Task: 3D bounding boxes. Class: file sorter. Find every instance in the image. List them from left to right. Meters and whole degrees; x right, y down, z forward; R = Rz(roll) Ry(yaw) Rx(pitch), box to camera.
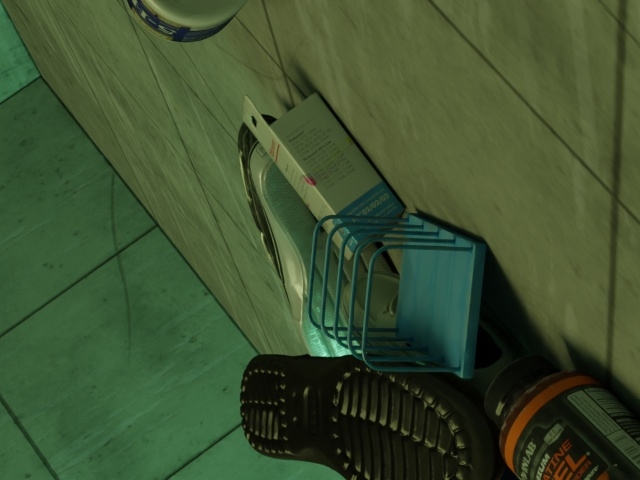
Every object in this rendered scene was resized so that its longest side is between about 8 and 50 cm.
[{"bbox_3d":[0.063,0.045,1.608,0.170,0.104,0.118,-151,64,-69],"label":"file sorter"}]

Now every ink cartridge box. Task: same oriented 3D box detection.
[{"bbox_3d":[0.001,-0.076,1.771,0.181,0.061,0.104,53,171,5],"label":"ink cartridge box"}]

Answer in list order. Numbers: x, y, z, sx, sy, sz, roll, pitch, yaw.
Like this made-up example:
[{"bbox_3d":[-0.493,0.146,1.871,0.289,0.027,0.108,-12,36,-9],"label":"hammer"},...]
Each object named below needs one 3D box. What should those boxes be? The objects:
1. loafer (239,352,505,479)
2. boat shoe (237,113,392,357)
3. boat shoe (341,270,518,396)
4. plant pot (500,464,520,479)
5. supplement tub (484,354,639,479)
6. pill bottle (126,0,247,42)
[{"bbox_3d":[0.064,0.160,1.705,0.366,0.130,0.133,12,102,56],"label":"loafer"},{"bbox_3d":[0.000,0.000,1.972,0.119,0.121,0.335,-123,13,-55],"label":"boat shoe"},{"bbox_3d":[0.103,0.085,1.753,0.267,0.096,0.088,42,161,49],"label":"boat shoe"},{"bbox_3d":[0.213,0.319,1.651,0.236,0.236,0.212,41,157,57],"label":"plant pot"},{"bbox_3d":[0.215,0.176,1.458,0.198,0.106,0.106,45,168,43],"label":"supplement tub"},{"bbox_3d":[-0.122,-0.238,1.641,0.112,0.112,0.187,55,171,-4],"label":"pill bottle"}]
